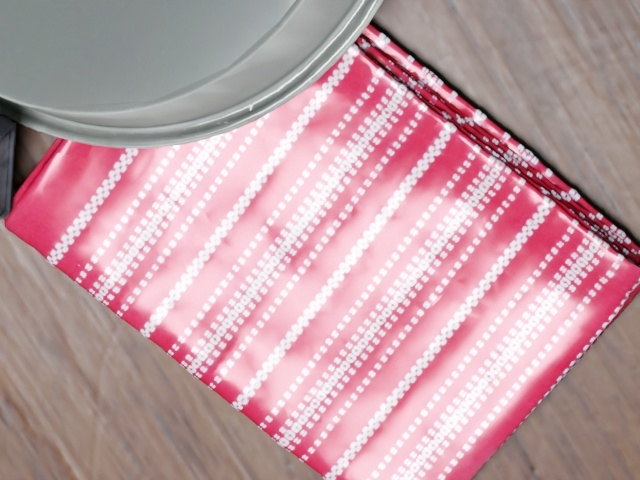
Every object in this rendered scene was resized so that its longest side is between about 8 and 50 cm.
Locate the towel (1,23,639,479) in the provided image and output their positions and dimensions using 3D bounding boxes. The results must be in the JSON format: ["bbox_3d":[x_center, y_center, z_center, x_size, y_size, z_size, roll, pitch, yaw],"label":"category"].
[{"bbox_3d":[0.000,0.000,0.922,0.275,0.031,0.199,38,106,-3],"label":"towel"}]

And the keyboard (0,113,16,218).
[{"bbox_3d":[-0.225,-0.080,0.901,0.180,0.023,0.108,26,148,9],"label":"keyboard"}]

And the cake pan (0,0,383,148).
[{"bbox_3d":[-0.098,-0.185,0.854,0.293,0.054,0.293,2,99,14],"label":"cake pan"}]
